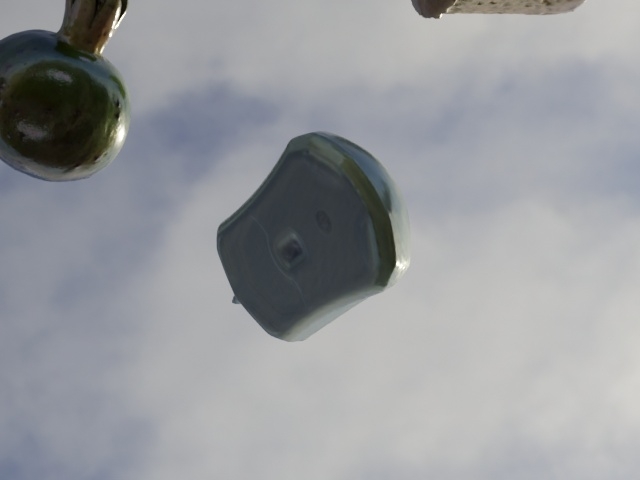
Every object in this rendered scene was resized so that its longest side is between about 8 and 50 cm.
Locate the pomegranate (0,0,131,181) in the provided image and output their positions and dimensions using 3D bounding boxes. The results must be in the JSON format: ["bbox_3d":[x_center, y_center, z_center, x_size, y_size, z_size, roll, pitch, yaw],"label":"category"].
[{"bbox_3d":[-0.173,-0.109,0.964,0.115,0.114,0.142,19,-76,-36],"label":"pomegranate"}]

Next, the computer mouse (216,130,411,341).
[{"bbox_3d":[0.000,0.000,0.756,0.056,0.182,0.089,-23,-100,-33],"label":"computer mouse"}]

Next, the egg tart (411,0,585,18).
[{"bbox_3d":[0.170,-0.299,1.326,0.171,0.215,0.215,10,-75,-19],"label":"egg tart"}]
